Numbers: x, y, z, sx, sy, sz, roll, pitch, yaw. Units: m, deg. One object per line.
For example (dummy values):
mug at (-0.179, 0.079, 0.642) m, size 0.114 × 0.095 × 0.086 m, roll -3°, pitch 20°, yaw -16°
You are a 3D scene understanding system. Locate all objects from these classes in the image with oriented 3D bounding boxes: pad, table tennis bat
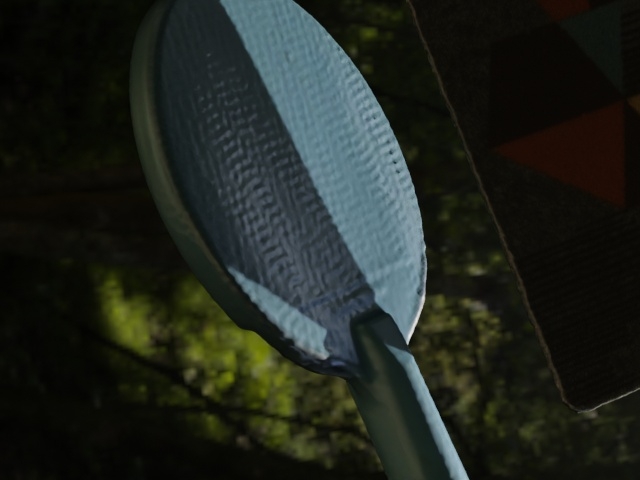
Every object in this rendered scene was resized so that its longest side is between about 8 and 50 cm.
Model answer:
pad at (0.095, -0.071, 0.494) m, size 0.211 × 0.143 × 0.003 m, roll 68°, pitch -17°, yaw 2°
table tennis bat at (0.000, 0.000, 0.439) m, size 0.019 × 0.100 × 0.155 m, roll -27°, pitch -92°, yaw 35°
